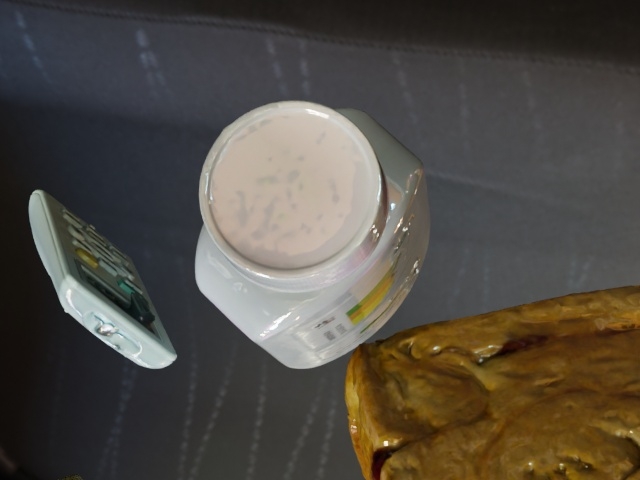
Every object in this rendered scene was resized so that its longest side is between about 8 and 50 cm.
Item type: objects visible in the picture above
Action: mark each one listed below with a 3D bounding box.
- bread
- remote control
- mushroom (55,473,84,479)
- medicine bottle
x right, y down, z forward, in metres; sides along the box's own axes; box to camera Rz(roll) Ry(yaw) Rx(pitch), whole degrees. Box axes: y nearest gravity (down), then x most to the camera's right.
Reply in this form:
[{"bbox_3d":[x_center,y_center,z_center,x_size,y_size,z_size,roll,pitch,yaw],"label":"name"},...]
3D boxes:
[{"bbox_3d":[0.098,0.115,0.458,0.158,0.149,0.143,-17,129,-4],"label":"bread"},{"bbox_3d":[-0.188,0.028,1.015,0.051,0.103,0.293,-50,-157,-1],"label":"remote control"},{"bbox_3d":[-0.246,0.191,0.521,0.333,0.107,0.087,-38,178,-23],"label":"mushroom"},{"bbox_3d":[0.000,0.000,0.842,0.161,0.111,0.296,-47,166,-6],"label":"medicine bottle"}]
